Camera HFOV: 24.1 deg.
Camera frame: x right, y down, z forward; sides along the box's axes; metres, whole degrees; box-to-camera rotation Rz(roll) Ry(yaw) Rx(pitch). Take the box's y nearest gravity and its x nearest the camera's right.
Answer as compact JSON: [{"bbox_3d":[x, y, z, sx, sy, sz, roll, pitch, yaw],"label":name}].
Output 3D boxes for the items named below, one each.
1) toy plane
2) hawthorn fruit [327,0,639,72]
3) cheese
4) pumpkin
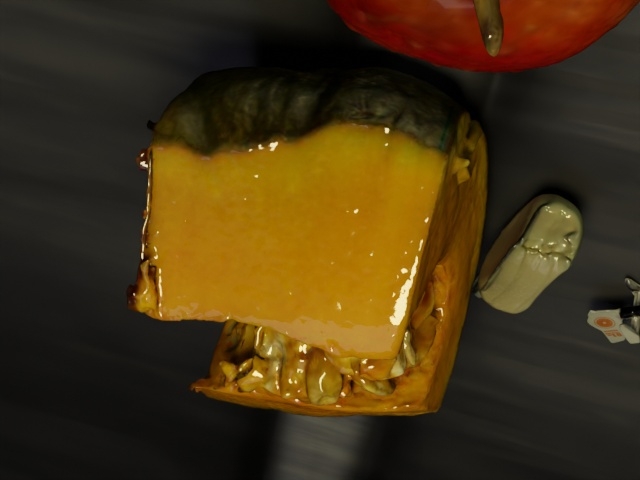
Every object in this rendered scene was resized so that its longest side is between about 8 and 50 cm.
[{"bbox_3d":[0.304,0.053,1.215,0.197,0.053,0.078,-12,139,35],"label":"toy plane"},{"bbox_3d":[0.095,-0.214,0.777,0.287,0.330,0.287,6,141,5],"label":"hawthorn fruit"},{"bbox_3d":[0.158,0.022,1.224,0.047,0.092,0.171,34,144,-3],"label":"cheese"},{"bbox_3d":[0.000,0.000,1.159,0.225,0.256,0.303,12,162,13],"label":"pumpkin"}]
